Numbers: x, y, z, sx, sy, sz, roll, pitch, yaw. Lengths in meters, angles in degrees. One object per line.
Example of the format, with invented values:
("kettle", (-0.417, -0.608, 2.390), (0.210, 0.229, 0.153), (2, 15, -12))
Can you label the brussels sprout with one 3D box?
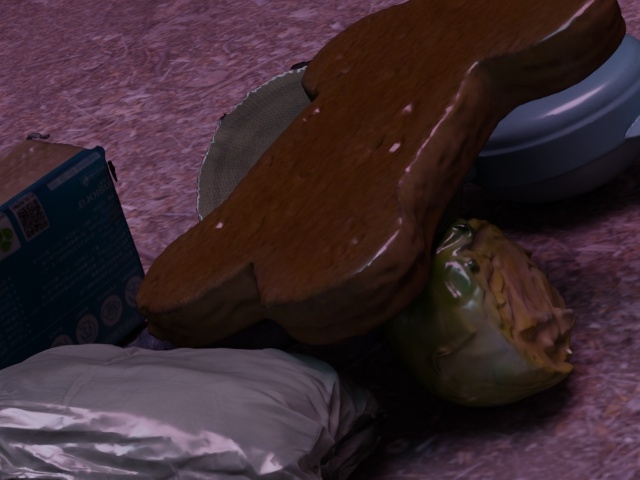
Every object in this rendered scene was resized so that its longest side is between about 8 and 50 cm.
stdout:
("brussels sprout", (0.114, 0.066, 1.228), (0.122, 0.151, 0.149), (-36, 29, 33))

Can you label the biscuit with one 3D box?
("biscuit", (0.056, -0.067, 1.278), (0.368, 0.076, 0.394), (-6, 42, 52))

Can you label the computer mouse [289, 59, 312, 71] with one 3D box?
("computer mouse", (0.029, -0.166, 1.884), (0.172, 0.057, 0.099), (21, 39, 36))

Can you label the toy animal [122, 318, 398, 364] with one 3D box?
("toy animal", (0.006, 0.029, 1.368), (0.367, 0.081, 0.206), (-42, 46, -5))

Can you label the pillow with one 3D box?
("pillow", (-0.113, 0.143, 1.115), (0.310, 0.138, 0.283), (4, 13, 6))

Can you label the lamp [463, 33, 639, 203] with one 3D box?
("lamp", (0.199, -0.114, 1.541), (0.284, 0.147, 0.209), (-2, 23, 8))

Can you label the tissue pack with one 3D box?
("tissue pack", (-0.289, 0.047, 1.423), (0.134, 0.192, 0.271), (5, 30, 36))

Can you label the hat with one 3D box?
("hat", (0.011, -0.031, 1.505), (0.252, 0.252, 0.110), (-14, -18, 4))
